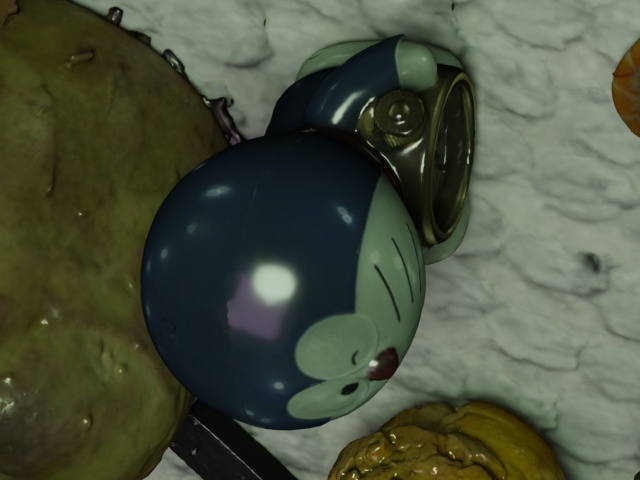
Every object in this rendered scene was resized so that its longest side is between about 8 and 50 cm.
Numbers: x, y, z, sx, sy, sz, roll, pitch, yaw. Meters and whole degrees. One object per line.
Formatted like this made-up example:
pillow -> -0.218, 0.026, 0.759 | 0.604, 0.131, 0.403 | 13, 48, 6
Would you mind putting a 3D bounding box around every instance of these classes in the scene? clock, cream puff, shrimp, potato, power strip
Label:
clock -> 0.000, 0.000, 1.036 | 0.147, 0.243, 0.199 | 14, 125, 17
cream puff -> 0.072, 0.195, 1.161 | 0.189, 0.129, 0.189 | 9, 104, 41
shrimp -> 0.211, -0.096, 1.025 | 0.091, 0.025, 0.127 | 29, 129, 5
potato -> -0.201, 0.023, 1.133 | 0.289, 0.237, 0.300 | 24, 124, 8
power strip -> -0.052, 0.153, 1.273 | 0.111, 0.029, 0.038 | 44, 125, -3

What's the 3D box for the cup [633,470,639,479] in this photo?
cup -> 0.332, 0.123, 0.971 | 0.301, 0.227, 0.257 | 28, 104, 8
